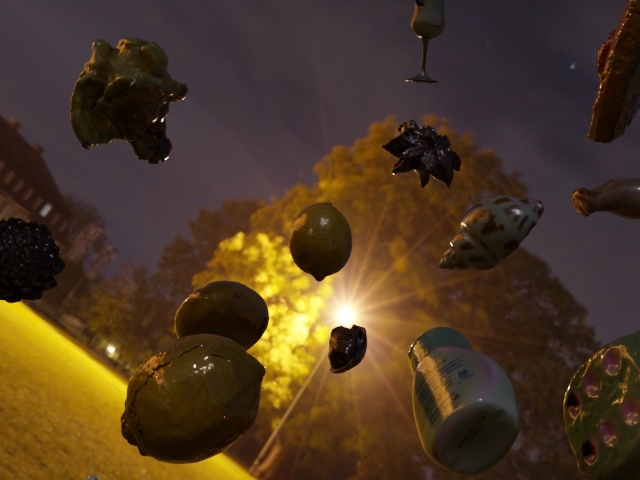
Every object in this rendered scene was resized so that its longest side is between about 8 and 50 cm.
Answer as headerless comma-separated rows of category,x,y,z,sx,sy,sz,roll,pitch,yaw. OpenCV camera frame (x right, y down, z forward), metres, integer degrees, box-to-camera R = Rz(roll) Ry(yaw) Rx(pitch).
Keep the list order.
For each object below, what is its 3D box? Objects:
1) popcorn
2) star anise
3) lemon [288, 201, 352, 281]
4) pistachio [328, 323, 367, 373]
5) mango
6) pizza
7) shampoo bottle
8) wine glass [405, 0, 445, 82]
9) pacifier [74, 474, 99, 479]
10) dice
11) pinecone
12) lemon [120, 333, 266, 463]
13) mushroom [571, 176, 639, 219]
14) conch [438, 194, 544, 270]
popcorn,-0.513,-0.371,2.012,0.290,0.325,0.321,41,-14,24
star anise,0.308,-0.266,2.309,0.236,0.223,0.109,29,-39,8
lemon,0.000,0.000,2.202,0.187,0.244,0.187,4,-20,1
pistachio,0.081,0.340,2.456,0.130,0.210,0.165,32,-60,-9
mango,-0.266,0.212,2.108,0.182,0.253,0.365,61,-7,15
pizza,0.686,-0.414,1.695,0.130,0.440,0.406,24,12,24
shampoo bottle,0.273,0.304,1.598,0.151,0.222,0.349,29,17,-17
wine glass,0.244,-0.464,1.800,0.079,0.195,0.079,4,9,-1
pacifier,-0.493,0.531,1.675,0.099,0.081,0.078,25,23,-9
dice,0.776,0.413,1.789,0.330,0.318,0.322,10,-48,-18
pinecone,-0.761,0.051,1.931,0.221,0.221,0.221,31,-17,10
lemon,-0.211,0.261,1.292,0.204,0.260,0.204,62,-1,1
mushroom,0.649,-0.087,1.675,0.212,0.097,0.088,-2,-55,-1
conch,0.557,-0.016,2.577,0.197,0.368,0.249,27,17,-10
